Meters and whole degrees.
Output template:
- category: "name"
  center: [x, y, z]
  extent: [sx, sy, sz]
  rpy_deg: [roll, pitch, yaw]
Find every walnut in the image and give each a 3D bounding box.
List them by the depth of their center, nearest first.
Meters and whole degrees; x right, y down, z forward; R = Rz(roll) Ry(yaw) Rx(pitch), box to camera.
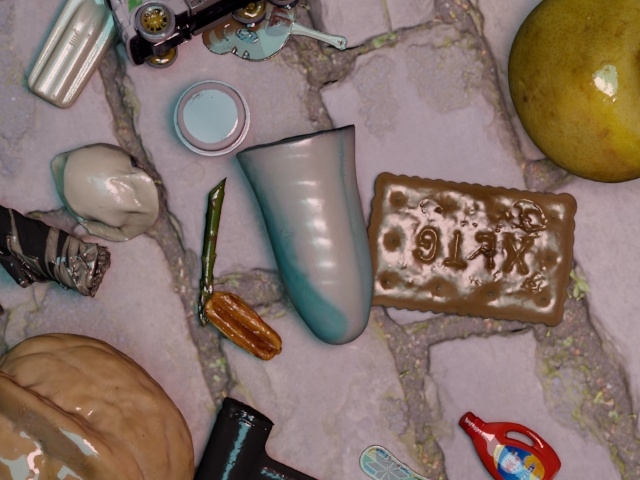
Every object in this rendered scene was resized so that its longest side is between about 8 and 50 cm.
- category: "walnut"
  center: [-0.371, 0.321, 1.821]
  extent: [0.381, 0.381, 0.381]
  rpy_deg: [0, 89, 0]

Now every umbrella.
- category: "umbrella"
  center: [-0.492, -0.010, 1.935]
  extent: [0.357, 0.113, 0.106]
  rpy_deg: [24, 92, 7]

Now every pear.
- category: "pear"
  center: [0.413, -0.242, 1.853]
  extent: [0.304, 0.304, 0.304]
  rpy_deg: [0, 89, 0]

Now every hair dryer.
- category: "hair dryer"
  center: [-0.067, 0.377, 1.942]
  extent: [0.251, 0.089, 0.197]
  rpy_deg: [22, 89, -6]

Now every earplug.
- category: "earplug"
  center: [0.000, 0.000, 1.914]
  extent: [0.185, 0.185, 0.324]
  rpy_deg: [-14, 97, -1]

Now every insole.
- category: "insole"
  center: [0.144, 0.388, 1.977]
  extent: [0.193, 0.006, 0.065]
  rpy_deg: [37, 89, 0]

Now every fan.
- category: "fan"
  center: [-0.066, -0.343, 1.986]
  extent: [0.226, 0.008, 0.152]
  rpy_deg: [17, 88, 1]

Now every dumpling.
- category: "dumpling"
  center: [-0.335, -0.072, 1.945]
  extent: [0.176, 0.092, 0.150]
  rpy_deg: [7, 103, -5]

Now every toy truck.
- category: "toy truck"
  center: [-0.156, -0.409, 1.907]
  extent: [0.367, 0.146, 0.175]
  rpy_deg: [-30, 80, -10]

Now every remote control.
- category: "remote control"
  center: [-0.373, -0.318, 1.963]
  extent: [0.090, 0.049, 0.230]
  rpy_deg: [29, 88, -2]

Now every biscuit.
- category: "biscuit"
  center: [0.233, 0.014, 1.966]
  extent: [0.325, 0.044, 0.217]
  rpy_deg: [8, 88, 0]

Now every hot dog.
- category: "hot dog"
  center: [-0.118, 0.133, 1.954]
  extent: [0.144, 0.038, 0.062]
  rpy_deg: [39, 78, -11]

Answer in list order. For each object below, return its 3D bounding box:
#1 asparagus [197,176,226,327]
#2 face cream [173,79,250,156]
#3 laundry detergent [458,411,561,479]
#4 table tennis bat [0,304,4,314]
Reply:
- category: "asparagus"
  center: [-0.171, 0.017, 1.967]
  extent: [0.027, 0.034, 0.236]
  rpy_deg: [6, 91, -18]
- category: "face cream"
  center: [-0.165, -0.186, 1.935]
  extent: [0.117, 0.104, 0.117]
  rpy_deg: [0, 89, 1]
- category: "laundry detergent"
  center: [0.288, 0.322, 1.958]
  extent: [0.165, 0.049, 0.097]
  rpy_deg: [41, 82, 1]
- category: "table tennis bat"
  center: [-0.592, 0.159, 1.969]
  extent: [0.220, 0.019, 0.130]
  rpy_deg: [-31, 91, 1]
